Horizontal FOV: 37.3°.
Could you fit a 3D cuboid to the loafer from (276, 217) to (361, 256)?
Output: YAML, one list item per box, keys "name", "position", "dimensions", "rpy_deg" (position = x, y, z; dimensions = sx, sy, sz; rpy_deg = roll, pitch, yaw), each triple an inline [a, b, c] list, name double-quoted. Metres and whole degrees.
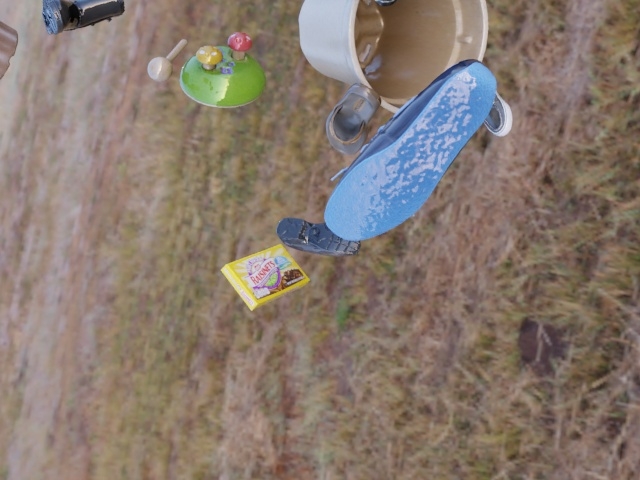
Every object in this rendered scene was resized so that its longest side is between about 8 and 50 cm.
- name: "loafer"
  position: [0.000, 0.000, 1.837]
  dimensions: [0.061, 0.170, 0.062]
  rpy_deg: [73, -142, -59]

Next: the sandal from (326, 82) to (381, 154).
- name: "sandal"
  position: [0.058, -0.222, 1.826]
  dimensions: [0.060, 0.090, 0.219]
  rpy_deg: [-62, 5, -26]

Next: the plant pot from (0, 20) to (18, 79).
- name: "plant pot"
  position: [-0.686, -0.386, 1.824]
  dimensions: [0.167, 0.165, 0.166]
  rpy_deg: [-27, 51, 39]

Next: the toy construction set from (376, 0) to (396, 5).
- name: "toy construction set"
  position: [0.135, -0.533, 1.651]
  dimensions: [0.151, 0.328, 0.214]
  rpy_deg: [65, -172, -79]

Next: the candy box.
- name: "candy box"
  position: [-0.111, 0.072, 1.958]
  dimensions: [0.027, 0.105, 0.206]
  rpy_deg: [-47, -13, 30]

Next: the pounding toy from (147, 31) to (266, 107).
- name: "pounding toy"
  position: [-0.227, -0.385, 1.993]
  dimensions: [0.110, 0.237, 0.183]
  rpy_deg: [99, -165, -45]

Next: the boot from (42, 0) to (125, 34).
- name: "boot"
  position: [-0.296, -0.290, 1.194]
  dimensions: [0.121, 0.099, 0.045]
  rpy_deg: [-163, 56, -70]

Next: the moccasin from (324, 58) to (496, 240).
- name: "moccasin"
  position: [0.145, -0.133, 1.456]
  dimensions: [0.342, 0.138, 0.117]
  rpy_deg: [-42, 16, 20]

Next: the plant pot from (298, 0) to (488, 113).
- name: "plant pot"
  position: [0.118, -0.436, 1.958]
  dimensions: [0.305, 0.334, 0.333]
  rpy_deg: [22, 99, 56]

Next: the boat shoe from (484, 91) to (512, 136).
- name: "boat shoe"
  position: [0.259, -0.223, 1.500]
  dimensions: [0.049, 0.040, 0.142]
  rpy_deg: [-49, 45, 39]
